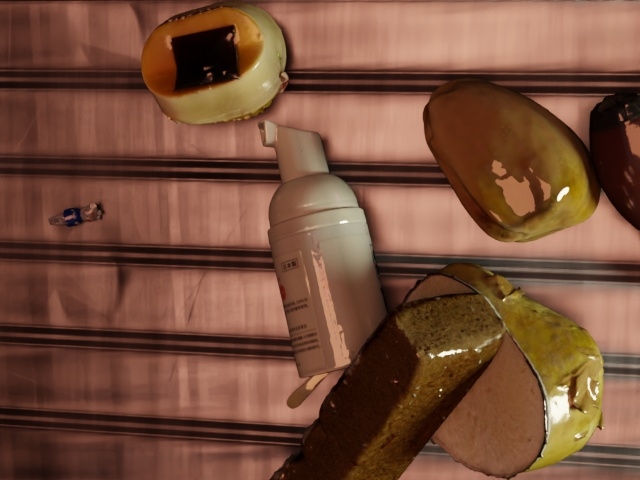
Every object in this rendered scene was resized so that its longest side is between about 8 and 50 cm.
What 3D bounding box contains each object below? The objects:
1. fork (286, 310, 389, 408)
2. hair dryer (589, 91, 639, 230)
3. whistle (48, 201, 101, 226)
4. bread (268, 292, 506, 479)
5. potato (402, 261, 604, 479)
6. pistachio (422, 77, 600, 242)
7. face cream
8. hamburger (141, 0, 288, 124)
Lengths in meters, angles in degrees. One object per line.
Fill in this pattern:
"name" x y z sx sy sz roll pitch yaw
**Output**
"fork" 0.028 0.177 1.514 0.034 0.028 0.219 42 104 -4
"hair dryer" 0.544 -0.121 1.370 0.340 0.123 0.312 -36 108 -6
"whistle" -0.376 -0.038 1.556 0.083 0.029 0.033 -12 125 6
"bread" 0.076 0.235 1.354 0.113 0.165 0.416 53 131 28
"potato" 0.258 0.174 1.398 0.299 0.196 0.246 56 132 30
"pistachio" 0.261 -0.120 1.390 0.213 0.163 0.260 -19 70 -30
"face cream" 0.000 0.000 1.436 0.146 0.145 0.369 -13 83 10
"hamburger" -0.154 -0.254 1.466 0.210 0.116 0.172 -14 84 14
